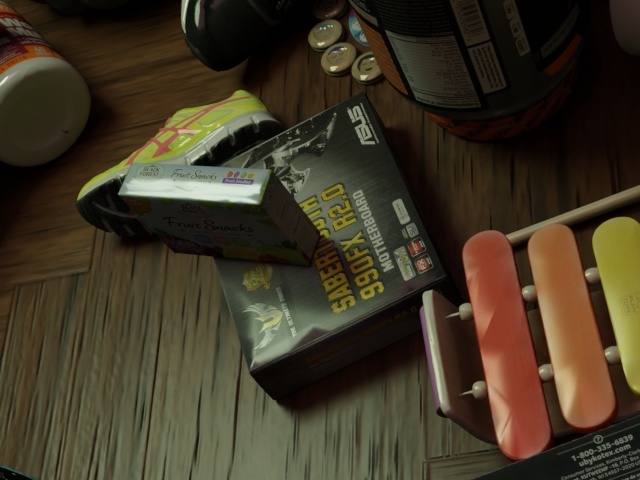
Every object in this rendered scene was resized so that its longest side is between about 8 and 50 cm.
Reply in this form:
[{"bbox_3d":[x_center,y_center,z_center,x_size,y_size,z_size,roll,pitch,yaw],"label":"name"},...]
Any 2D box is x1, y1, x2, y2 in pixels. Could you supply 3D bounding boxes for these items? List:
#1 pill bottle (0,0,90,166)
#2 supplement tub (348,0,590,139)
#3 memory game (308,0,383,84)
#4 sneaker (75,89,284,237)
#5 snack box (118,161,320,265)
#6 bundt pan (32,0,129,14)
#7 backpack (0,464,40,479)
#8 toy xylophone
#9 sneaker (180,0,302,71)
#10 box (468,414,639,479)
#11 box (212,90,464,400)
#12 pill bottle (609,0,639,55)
[{"bbox_3d":[-0.339,-0.178,1.536,0.121,0.121,0.221,-42,50,-6],"label":"pill bottle"},{"bbox_3d":[0.112,-0.230,1.214,0.193,0.316,0.193,-9,58,15],"label":"supplement tub"},{"bbox_3d":[0.073,-0.227,1.439,0.186,0.012,0.186,-13,53,18],"label":"memory game"},{"bbox_3d":[-0.134,-0.076,1.400,0.208,0.081,0.094,-23,43,2],"label":"sneaker"},{"bbox_3d":[-0.084,-0.023,1.240,0.141,0.100,0.037,4,60,30],"label":"snack box"},{"bbox_3d":[-0.229,-0.379,1.622,0.331,0.124,0.331,-14,52,18],"label":"bundt pan"},{"bbox_3d":[-0.287,0.234,1.198,0.173,0.158,0.117,13,80,30],"label":"backpack"},{"bbox_3d":[0.230,0.039,1.129,0.322,0.081,0.236,-24,50,9],"label":"toy xylophone"},{"bbox_3d":[-0.027,-0.288,1.444,0.124,0.107,0.283,5,58,58],"label":"sneaker"},{"bbox_3d":[0.228,0.213,0.969,0.247,0.142,0.163,-22,49,9],"label":"box"},{"bbox_3d":[0.000,0.000,1.286,0.183,0.056,0.231,-26,50,7],"label":"box"},{"bbox_3d":[0.382,-0.200,1.170,0.278,0.162,0.162,10,63,31],"label":"pill bottle"}]
